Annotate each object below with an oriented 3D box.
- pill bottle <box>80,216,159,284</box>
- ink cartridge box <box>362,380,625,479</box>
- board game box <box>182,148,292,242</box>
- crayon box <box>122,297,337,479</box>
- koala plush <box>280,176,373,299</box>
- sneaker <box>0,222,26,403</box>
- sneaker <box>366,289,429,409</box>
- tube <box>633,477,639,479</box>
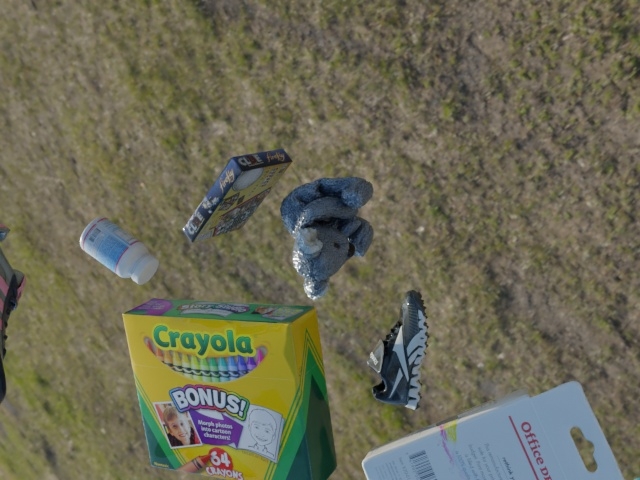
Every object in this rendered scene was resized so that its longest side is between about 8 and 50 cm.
[{"bbox_3d":[-0.428,0.024,1.654,0.160,0.087,0.087,34,146,13],"label":"pill bottle"},{"bbox_3d":[0.268,0.363,1.195,0.207,0.353,0.119,68,-169,9],"label":"ink cartridge box"},{"bbox_3d":[-0.185,-0.100,1.719,0.042,0.165,0.243,53,127,16],"label":"board game box"},{"bbox_3d":[-0.167,0.271,1.399,0.363,0.106,0.313,0,106,28],"label":"crayon box"},{"bbox_3d":[0.000,0.000,1.608,0.203,0.221,0.196,4,137,9],"label":"koala plush"},{"bbox_3d":[-0.487,0.097,1.143,0.112,0.131,0.319,-38,65,38],"label":"sneaker"},{"bbox_3d":[0.140,0.205,1.430,0.078,0.106,0.234,-108,21,-73],"label":"sneaker"},{"bbox_3d":[0.586,0.465,1.333,0.080,0.052,0.207,11,-179,7],"label":"tube"}]
